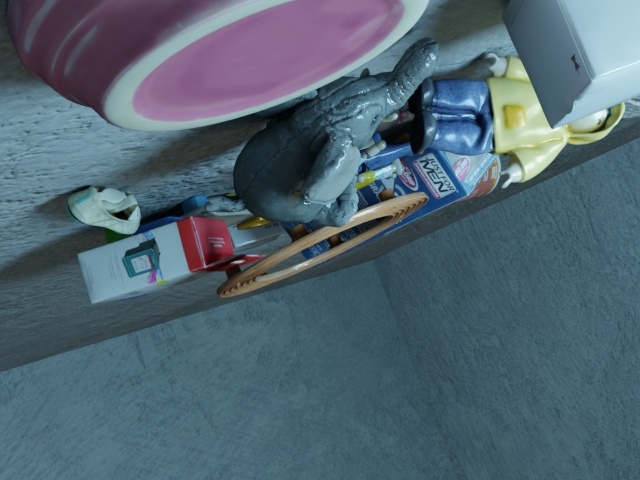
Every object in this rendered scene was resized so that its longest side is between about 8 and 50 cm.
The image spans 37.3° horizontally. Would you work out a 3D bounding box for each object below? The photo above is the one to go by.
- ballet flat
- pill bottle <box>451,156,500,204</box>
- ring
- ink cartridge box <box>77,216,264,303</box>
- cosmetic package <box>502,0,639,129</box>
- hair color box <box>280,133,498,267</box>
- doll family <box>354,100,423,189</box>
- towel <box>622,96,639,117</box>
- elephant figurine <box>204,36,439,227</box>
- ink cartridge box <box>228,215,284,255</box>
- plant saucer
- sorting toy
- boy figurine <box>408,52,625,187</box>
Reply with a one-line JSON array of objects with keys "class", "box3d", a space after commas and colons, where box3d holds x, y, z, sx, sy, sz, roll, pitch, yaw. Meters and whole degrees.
[{"class": "ballet flat", "box3d": [-0.261, -0.040, 1.214, 0.052, 0.057, 0.168, -32, 172, 12]}, {"class": "pill bottle", "box3d": [0.234, -0.126, 1.789, 0.216, 0.121, 0.121, -16, 172, -44]}, {"class": "ring", "box3d": [0.000, 0.000, 1.377, 0.336, 0.032, 0.336, -25, 174, -3]}, {"class": "ink cartridge box", "box3d": [-0.212, 0.023, 1.371, 0.231, 0.078, 0.134, -17, 175, 13]}, {"class": "cosmetic package", "box3d": [0.396, -0.264, 0.983, 0.365, 0.155, 0.197, -20, 173, -3]}, {"class": "hair color box", "box3d": [0.114, -0.088, 1.575, 0.347, 0.105, 0.174, -27, -167, 40]}, {"class": "doll family", "box3d": [0.052, -0.109, 1.347, 0.163, 0.118, 0.263, -18, 173, -22]}, {"class": "towel", "box3d": [0.436, -0.219, 1.499, 0.187, 0.049, 0.282, 1, -179, -28]}, {"class": "elephant figurine", "box3d": [0.000, -0.123, 1.056, 0.169, 0.186, 0.239, 23, 150, -8]}, {"class": "ink cartridge box", "box3d": [-0.135, -0.018, 1.786, 0.104, 0.060, 0.180, -18, 173, -19]}, {"class": "plant saucer", "box3d": [-0.051, -0.165, 0.689, 0.332, 0.084, 0.332, -21, 173, -3]}, {"class": "sorting toy", "box3d": [-0.195, -0.036, 1.508, 0.196, 0.047, 0.347, -19, 174, 30]}, {"class": "boy figurine", "box3d": [0.259, -0.156, 1.240, 0.285, 0.177, 0.092, 1, 173, -7]}]
